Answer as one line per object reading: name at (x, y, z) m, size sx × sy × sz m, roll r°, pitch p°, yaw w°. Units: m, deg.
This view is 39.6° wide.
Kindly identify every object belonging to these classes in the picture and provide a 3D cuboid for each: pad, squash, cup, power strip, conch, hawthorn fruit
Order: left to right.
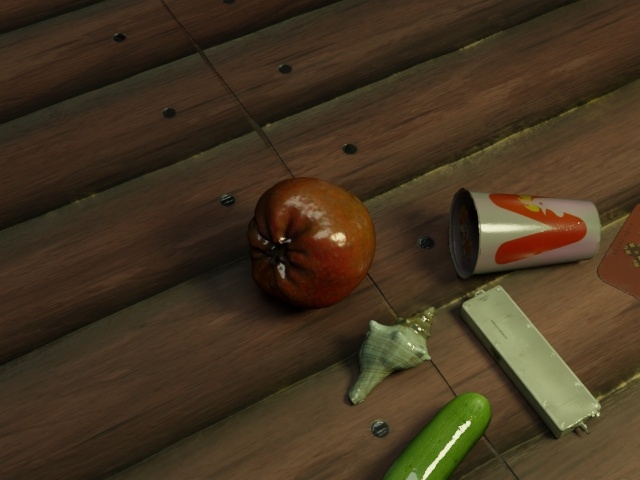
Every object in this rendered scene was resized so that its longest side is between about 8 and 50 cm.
hawthorn fruit at (0.000, 0.000, 1.864) m, size 0.298 × 0.277 × 0.277 m, roll -16°, pitch 51°, yaw -40°
conch at (0.137, 0.207, 1.787) m, size 0.234 × 0.114 × 0.137 m, roll -22°, pitch 42°, yaw -10°
squash at (0.193, 0.415, 1.631) m, size 0.101 × 0.101 × 0.379 m, roll 33°, pitch 61°, yaw 22°
cup at (0.442, -0.021, 1.924) m, size 0.288 × 0.203 × 0.203 m, roll -1°, pitch 52°, yaw -10°
power strip at (0.422, 0.244, 1.799) m, size 0.106 × 0.043 × 0.367 m, roll -24°, pitch 56°, yaw -17°
pad at (0.746, 0.030, 1.989) m, size 0.181 × 0.004 × 0.267 m, roll 28°, pitch 58°, yaw 20°
